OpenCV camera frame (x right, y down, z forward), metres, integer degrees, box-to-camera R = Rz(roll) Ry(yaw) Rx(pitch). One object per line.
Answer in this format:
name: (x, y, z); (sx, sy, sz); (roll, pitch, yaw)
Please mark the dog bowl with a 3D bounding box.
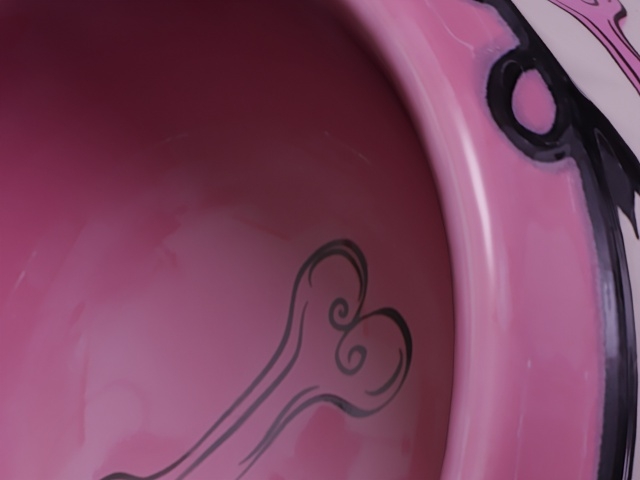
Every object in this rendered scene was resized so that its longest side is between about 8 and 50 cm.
dog bowl: (-0.041, 0.066, 0.656); (0.408, 0.150, 0.408); (-14, 67, 37)
